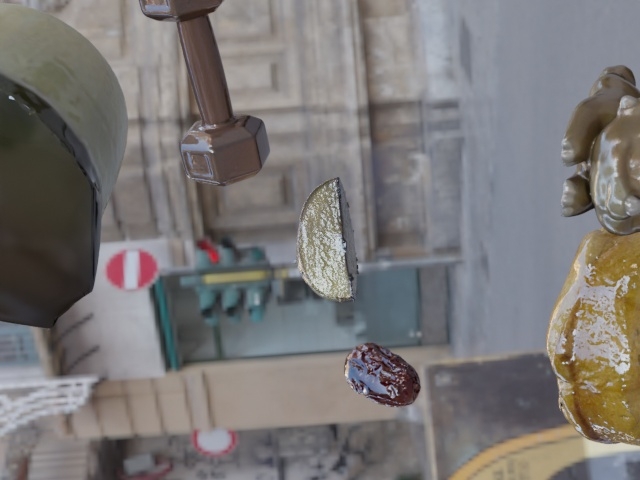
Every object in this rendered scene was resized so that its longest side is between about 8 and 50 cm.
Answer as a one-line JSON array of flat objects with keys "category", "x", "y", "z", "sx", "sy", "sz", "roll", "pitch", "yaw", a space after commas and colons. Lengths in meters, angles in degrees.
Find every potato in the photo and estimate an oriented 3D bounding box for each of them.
[{"category": "potato", "x": 0.000, "y": 0.000, "z": 1.629, "sx": 0.100, "sy": 0.089, "sz": 0.172, "roll": -44, "pitch": -54, "yaw": -78}]

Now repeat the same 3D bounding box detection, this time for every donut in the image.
[{"category": "donut", "x": 0.454, "y": 0.131, "z": 1.655, "sx": 0.150, "sy": 0.299, "sz": 0.317, "roll": 6, "pitch": 112, "yaw": 49}]

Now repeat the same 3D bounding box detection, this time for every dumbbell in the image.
[{"category": "dumbbell", "x": -0.112, "y": -0.166, "z": 1.150, "sx": 0.082, "sy": 0.092, "sz": 0.231, "roll": -35, "pitch": -57, "yaw": -39}]

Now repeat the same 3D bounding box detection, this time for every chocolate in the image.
[{"category": "chocolate", "x": -0.374, "y": -0.107, "z": 1.386, "sx": 0.297, "sy": 0.314, "sz": 0.326, "roll": -69, "pitch": -14, "yaw": -62}]

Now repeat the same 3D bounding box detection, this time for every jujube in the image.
[{"category": "jujube", "x": 0.087, "y": 0.192, "z": 1.649, "sx": 0.129, "sy": 0.077, "sz": 0.077, "roll": 28, "pitch": 132, "yaw": 46}]

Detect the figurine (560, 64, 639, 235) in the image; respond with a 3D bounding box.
[{"category": "figurine", "x": 0.375, "y": -0.098, "z": 1.336, "sx": 0.247, "sy": 0.173, "sz": 0.177, "roll": -30, "pitch": -56, "yaw": -64}]
